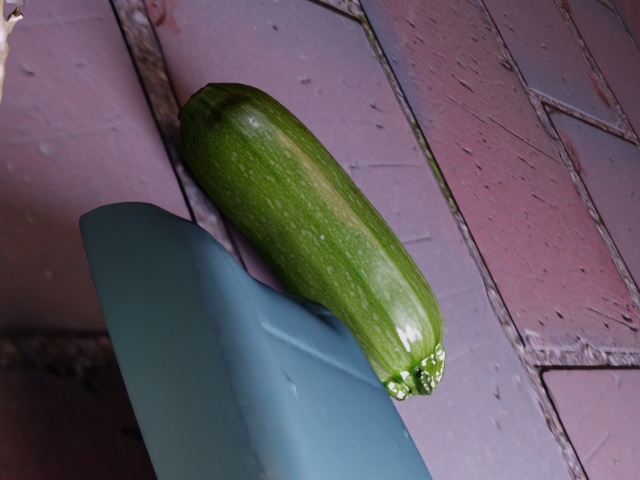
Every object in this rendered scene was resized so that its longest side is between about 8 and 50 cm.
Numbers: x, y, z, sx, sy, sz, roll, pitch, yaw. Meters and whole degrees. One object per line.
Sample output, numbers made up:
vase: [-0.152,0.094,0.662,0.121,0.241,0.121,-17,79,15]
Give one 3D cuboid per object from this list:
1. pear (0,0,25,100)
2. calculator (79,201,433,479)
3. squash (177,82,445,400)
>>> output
pear: [-0.213,-0.042,0.259,0.178,0.267,0.267,33,24,15]
calculator: [0.027,0.164,0.465,0.386,0.054,0.256,66,11,22]
squash: [0.000,0.000,0.650,0.219,0.077,0.068,54,36,-7]
